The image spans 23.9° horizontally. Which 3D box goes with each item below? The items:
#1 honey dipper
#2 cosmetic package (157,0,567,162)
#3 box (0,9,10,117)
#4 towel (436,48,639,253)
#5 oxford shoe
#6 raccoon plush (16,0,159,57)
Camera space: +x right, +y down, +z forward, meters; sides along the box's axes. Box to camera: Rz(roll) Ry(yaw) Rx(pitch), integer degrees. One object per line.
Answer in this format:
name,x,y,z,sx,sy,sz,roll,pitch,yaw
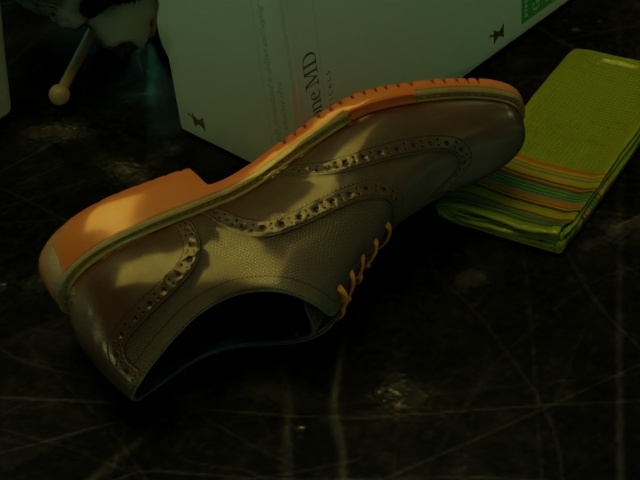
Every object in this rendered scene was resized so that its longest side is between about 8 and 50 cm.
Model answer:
honey dipper,-0.208,-0.172,1.327,0.030,0.030,0.160,4,44,14
cosmetic package,0.051,-0.228,1.219,0.155,0.197,0.365,28,53,34
box,-0.376,-0.142,1.214,0.181,0.119,0.182,10,27,20
towel,0.187,-0.078,1.151,0.102,0.021,0.237,18,46,27
oxford shoe,0.000,0.000,1.036,0.364,0.130,0.132,-24,64,-15
raccoon plush,-0.178,-0.381,1.319,0.299,0.216,0.446,-8,74,-25
